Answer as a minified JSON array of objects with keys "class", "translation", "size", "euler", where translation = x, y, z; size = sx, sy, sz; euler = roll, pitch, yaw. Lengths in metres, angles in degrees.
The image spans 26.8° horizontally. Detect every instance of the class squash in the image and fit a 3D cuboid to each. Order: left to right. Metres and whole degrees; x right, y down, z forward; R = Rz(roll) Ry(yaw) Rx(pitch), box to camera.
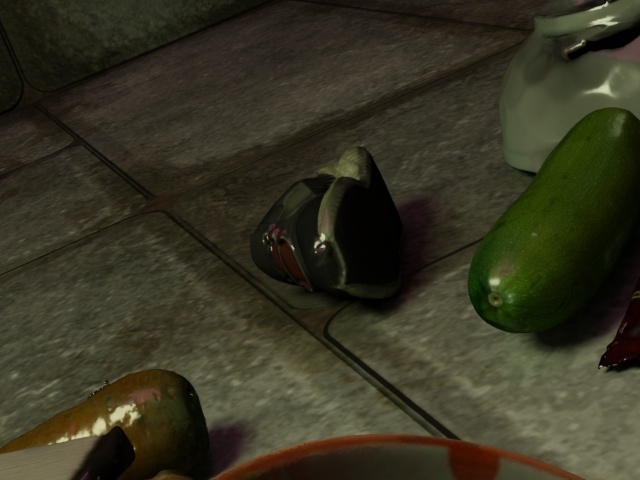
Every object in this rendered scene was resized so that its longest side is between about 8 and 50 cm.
[{"class":"squash","translation":[0.173,-0.014,0.921],"size":[0.082,0.082,0.292],"euler":[-9,20,31]}]

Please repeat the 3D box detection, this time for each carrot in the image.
[{"class":"carrot","translation":[-0.210,0.167,0.848],"size":[0.298,0.078,0.078],"euler":[-26,19,-2]}]

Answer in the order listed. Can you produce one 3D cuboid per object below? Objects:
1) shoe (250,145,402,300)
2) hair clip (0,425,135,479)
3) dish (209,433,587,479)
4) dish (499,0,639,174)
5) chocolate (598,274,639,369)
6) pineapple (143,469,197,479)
[{"class":"shoe","translation":[0.000,0.000,1.059],"size":[0.112,0.099,0.227],"euler":[-22,14,16]},{"class":"hair clip","translation":[-0.248,0.186,0.756],"size":[0.330,0.101,0.085],"euler":[-11,26,21]},{"class":"dish","translation":[0.044,0.183,0.411],"size":[0.260,0.085,0.260],"euler":[13,37,-10]},{"class":"dish","translation":[0.269,-0.162,1.149],"size":[0.303,0.120,0.303],"euler":[-20,14,5]},{"class":"chocolate","translation":[0.231,0.022,0.838],"size":[0.086,0.028,0.182],"euler":[-11,27,36]},{"class":"pineapple","translation":[-0.165,0.226,0.490],"size":[0.364,0.166,0.165],"euler":[-29,20,-19]}]
